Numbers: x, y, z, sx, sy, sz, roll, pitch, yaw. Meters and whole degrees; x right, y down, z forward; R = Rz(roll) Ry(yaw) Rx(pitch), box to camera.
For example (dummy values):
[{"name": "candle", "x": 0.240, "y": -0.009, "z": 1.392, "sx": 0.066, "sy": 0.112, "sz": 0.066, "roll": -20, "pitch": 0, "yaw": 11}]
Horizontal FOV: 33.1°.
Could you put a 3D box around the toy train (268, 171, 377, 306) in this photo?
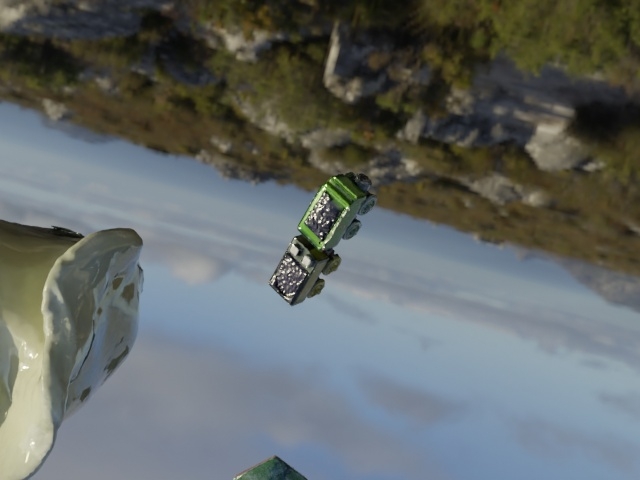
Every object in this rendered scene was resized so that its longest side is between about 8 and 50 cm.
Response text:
[{"name": "toy train", "x": 0.000, "y": 0.000, "z": 1.350, "sx": 0.060, "sy": 0.202, "sz": 0.081, "roll": 43, "pitch": -147, "yaw": 20}]

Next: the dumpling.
[{"name": "dumpling", "x": -0.253, "y": 0.096, "z": 0.742, "sx": 0.318, "sy": 0.243, "sz": 0.187, "roll": -13, "pitch": 136, "yaw": 29}]

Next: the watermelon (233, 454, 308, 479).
[{"name": "watermelon", "x": -0.060, "y": 0.272, "z": 1.229, "sx": 0.085, "sy": 0.092, "sz": 0.072, "roll": -11, "pitch": -142, "yaw": -23}]
